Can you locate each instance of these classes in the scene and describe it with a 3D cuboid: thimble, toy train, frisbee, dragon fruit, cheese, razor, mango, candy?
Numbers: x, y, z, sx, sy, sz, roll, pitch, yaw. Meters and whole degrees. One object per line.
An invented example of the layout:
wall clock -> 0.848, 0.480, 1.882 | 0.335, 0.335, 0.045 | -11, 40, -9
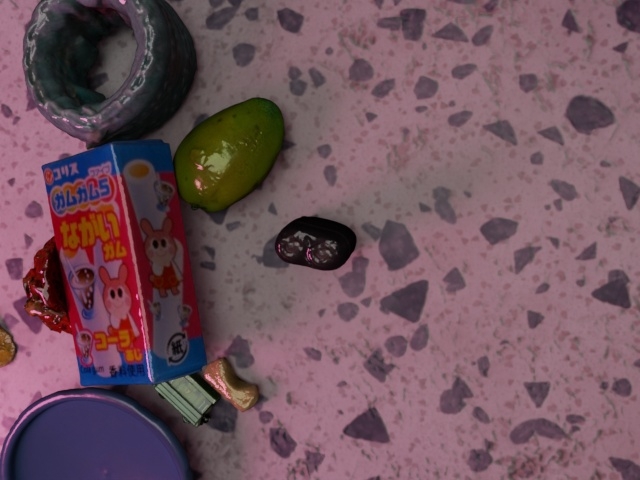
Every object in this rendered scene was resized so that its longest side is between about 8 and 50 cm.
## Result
thimble -> -0.279, -0.232, 1.018 | 0.199, 0.143, 0.235 | 11, 93, 9
toy train -> -0.182, 0.211, 1.055 | 0.093, 0.038, 0.056 | 42, 89, 7
frisbee -> -0.303, 0.332, 1.059 | 0.290, 0.049, 0.289 | 2, 102, 10
dragon fruit -> -0.372, 0.062, 1.050 | 0.083, 0.106, 0.162 | -6, 90, 11
cheese -> -0.119, 0.195, 1.047 | 0.083, 0.030, 0.044 | 37, 101, 13
razor -> 0.000, 0.000, 0.972 | 0.090, 0.148, 0.054 | 15, 99, 8
mango -> -0.121, -0.117, 1.016 | 0.119, 0.100, 0.178 | 43, 88, 9
candy -> -0.258, 0.032, 1.003 | 0.157, 0.100, 0.305 | -9, 90, 38

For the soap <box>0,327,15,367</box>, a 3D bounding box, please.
soap -> -0.528, 0.147, 1.109 | 0.169, 0.033, 0.089 | -6, 91, 8
